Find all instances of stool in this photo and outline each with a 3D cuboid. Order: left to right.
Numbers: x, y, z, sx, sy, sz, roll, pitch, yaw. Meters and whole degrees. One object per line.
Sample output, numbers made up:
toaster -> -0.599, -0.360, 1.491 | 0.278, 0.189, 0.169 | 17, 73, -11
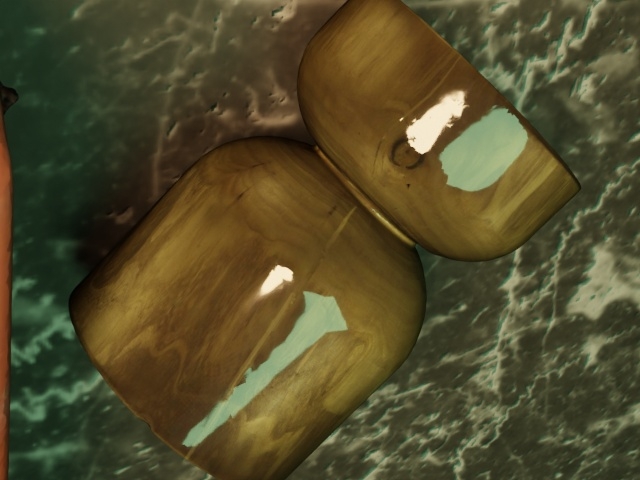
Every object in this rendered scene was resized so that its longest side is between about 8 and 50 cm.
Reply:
stool -> 0.000, 0.000, 0.649 | 0.264, 0.179, 0.179 | -45, 134, 8

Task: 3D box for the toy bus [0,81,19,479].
toy bus -> -0.254, 0.072, 0.514 | 0.203, 0.233, 0.426 | -7, 128, -26
